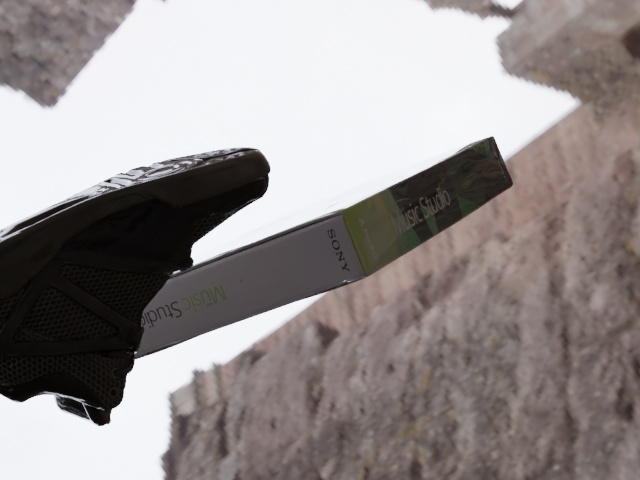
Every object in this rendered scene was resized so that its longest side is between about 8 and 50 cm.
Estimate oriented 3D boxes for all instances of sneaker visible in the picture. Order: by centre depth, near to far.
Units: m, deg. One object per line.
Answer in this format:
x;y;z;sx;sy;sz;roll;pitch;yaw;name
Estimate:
-0.121;0.029;0.882;0.227;0.087;0.130;-29;-75;-17;sneaker

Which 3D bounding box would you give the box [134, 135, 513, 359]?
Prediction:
0.000;0.000;1.169;0.322;0.232;0.058;-31;-81;-61;box
